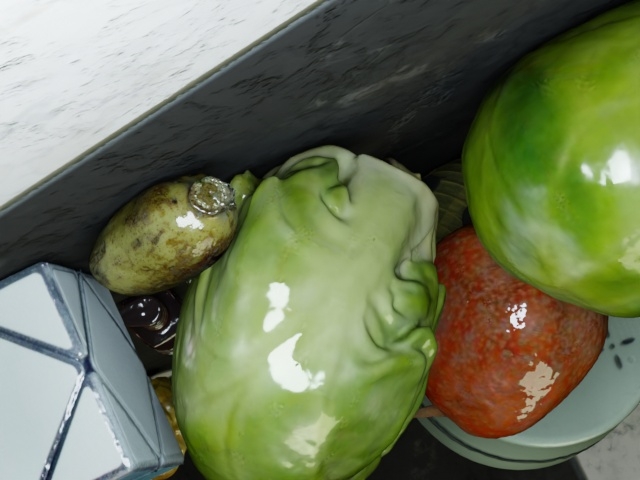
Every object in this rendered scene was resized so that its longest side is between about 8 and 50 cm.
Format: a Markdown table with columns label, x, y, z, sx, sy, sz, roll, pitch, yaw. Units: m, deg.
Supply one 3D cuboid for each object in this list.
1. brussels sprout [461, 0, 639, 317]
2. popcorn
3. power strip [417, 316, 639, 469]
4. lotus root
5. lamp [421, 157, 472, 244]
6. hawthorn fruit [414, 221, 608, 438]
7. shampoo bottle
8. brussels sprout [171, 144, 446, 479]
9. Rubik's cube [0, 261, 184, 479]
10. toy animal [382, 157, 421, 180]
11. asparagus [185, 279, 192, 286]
| label | x | y | z | sx | sy | sz | roll | pitch | yaw |
| --- | --- | --- | --- | --- | --- | --- | --- | --- | --- |
| brussels sprout | 0.285 | -0.072 | 1.518 | 0.344 | 0.268 | 0.344 | -33 | 170 | -6 |
| popcorn | -0.270 | 0.295 | 2.561 | 0.170 | 0.180 | 0.180 | 10 | 163 | -10 |
| power strip | 0.273 | 0.117 | 2.111 | 0.357 | 0.357 | 0.161 | -24 | 165 | -14 |
| lotus root | -0.128 | -0.001 | 1.367 | 0.089 | 0.080 | 0.179 | -16 | 167 | -44 |
| lamp | 0.174 | 0.033 | 1.906 | 0.284 | 0.250 | 0.250 | -30 | 176 | -33 |
| hawthorn fruit | 0.176 | 0.105 | 1.721 | 0.210 | 0.210 | 0.262 | -16 | 143 | -50 |
| shampoo bottle | -0.182 | 0.090 | 1.857 | 0.068 | 0.067 | 0.236 | -35 | 172 | -4 |
| brussels sprout | -0.011 | 0.088 | 1.477 | 0.328 | 0.247 | 0.328 | -156 | -90 | -83 |
| Rubik's cube | -0.270 | 0.156 | 1.499 | 0.205 | 0.207 | 0.205 | -27 | 170 | 5 |
| toy animal | 0.010 | -0.003 | 1.689 | 0.233 | 0.121 | 0.168 | -22 | -177 | -5 |
| asparagus | -0.128 | 0.035 | 1.748 | 0.178 | 0.045 | 0.041 | 102 | 8 | -85 |
